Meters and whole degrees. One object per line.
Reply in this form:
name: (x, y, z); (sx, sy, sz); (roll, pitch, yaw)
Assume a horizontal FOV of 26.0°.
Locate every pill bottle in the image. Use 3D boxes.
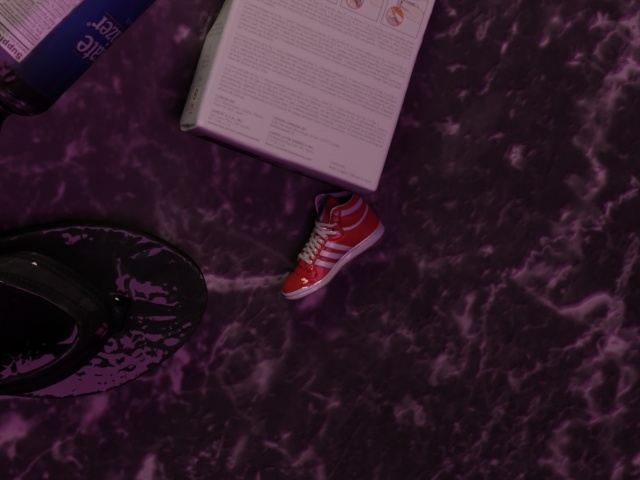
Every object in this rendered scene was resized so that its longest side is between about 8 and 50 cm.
pill bottle: (-0.232, -0.179, 1.110); (0.219, 0.123, 0.123); (-45, 119, 2)

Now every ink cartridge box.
ink cartridge box: (-0.004, -0.178, 1.248); (0.189, 0.066, 0.232); (19, 82, -25)

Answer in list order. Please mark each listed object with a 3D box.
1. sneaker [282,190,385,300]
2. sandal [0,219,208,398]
sneaker: (0.000, 0.000, 1.313); (0.118, 0.042, 0.067); (-40, 123, -10)
sandal: (-0.309, 0.071, 1.190); (0.446, 0.107, 0.167); (2, 110, -21)
